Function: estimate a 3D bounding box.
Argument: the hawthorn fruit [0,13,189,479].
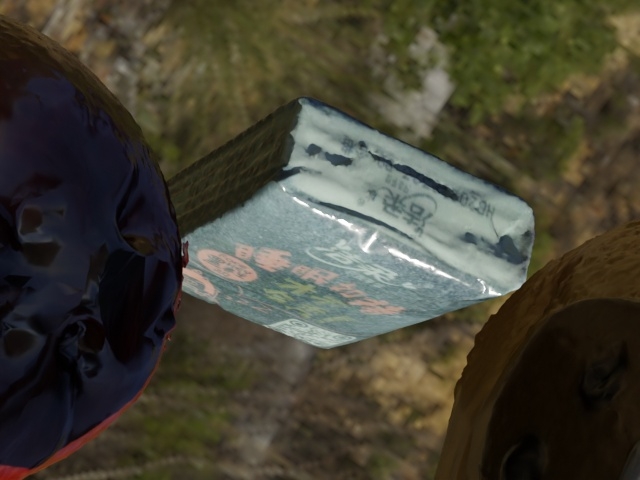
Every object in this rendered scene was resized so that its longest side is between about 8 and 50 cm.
[{"bbox_3d":[-0.235,0.007,0.964,0.295,0.311,0.295,7,90,-79],"label":"hawthorn fruit"}]

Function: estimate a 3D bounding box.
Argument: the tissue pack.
[{"bbox_3d":[0.000,0.000,1.470,0.315,0.228,0.103,-23,-132,60],"label":"tissue pack"}]

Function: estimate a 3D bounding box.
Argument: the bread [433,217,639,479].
[{"bbox_3d":[0.234,0.109,1.036,0.394,0.361,0.250,-102,-173,-75],"label":"bread"}]

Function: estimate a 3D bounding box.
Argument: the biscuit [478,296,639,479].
[{"bbox_3d":[0.150,0.196,0.681,0.283,0.064,0.432,-47,-137,31],"label":"biscuit"}]
